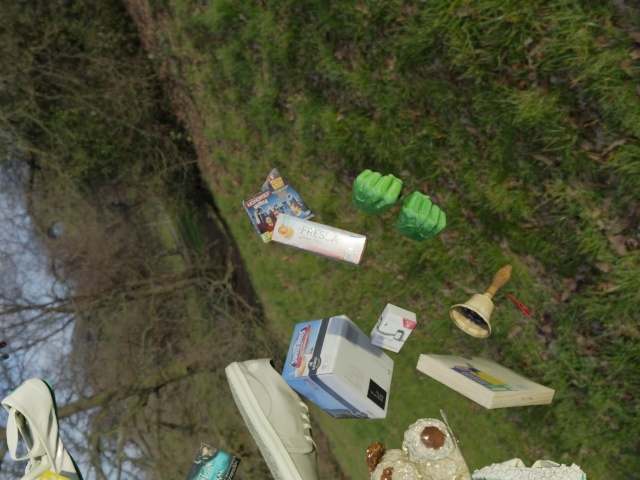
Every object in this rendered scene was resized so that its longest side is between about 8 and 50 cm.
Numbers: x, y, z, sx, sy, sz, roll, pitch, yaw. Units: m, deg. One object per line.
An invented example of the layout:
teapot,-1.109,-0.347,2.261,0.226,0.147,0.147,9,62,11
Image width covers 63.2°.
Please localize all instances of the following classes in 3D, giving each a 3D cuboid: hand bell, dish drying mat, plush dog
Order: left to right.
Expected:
plush dog,0.221,0.532,1.201,0.262,0.225,0.210,65,-170,0
hand bell,0.493,0.152,1.508,0.126,0.242,0.126,34,151,22
dish drying mat,0.375,0.120,0.984,0.032,0.008,0.083,43,-171,-1

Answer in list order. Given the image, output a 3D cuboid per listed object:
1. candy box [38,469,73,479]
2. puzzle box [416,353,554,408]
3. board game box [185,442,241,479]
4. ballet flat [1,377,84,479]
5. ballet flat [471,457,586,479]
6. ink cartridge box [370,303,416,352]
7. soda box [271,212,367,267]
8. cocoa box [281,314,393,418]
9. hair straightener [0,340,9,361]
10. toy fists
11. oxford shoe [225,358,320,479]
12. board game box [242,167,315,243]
candy box,-0.603,0.618,1.221,0.205,0.105,0.027,8,122,21
puzzle box,0.533,0.447,1.673,0.272,0.409,0.052,22,96,48
board game box,-0.268,0.573,1.190,0.126,0.186,0.026,0,147,40
ballet flat,-0.732,0.563,1.356,0.139,0.139,0.400,-1,104,65
ballet flat,0.676,0.780,1.693,0.409,0.147,0.147,-24,84,51
ink cartridge box,0.256,0.312,1.839,0.063,0.109,0.150,-84,17,-61
soda box,0.000,0.000,1.032,0.063,0.183,0.058,52,-125,-78
cocoa box,0.068,0.462,1.857,0.228,0.231,0.347,-16,133,35
hair straightener,-0.988,0.364,1.442,0.089,0.230,0.047,59,157,23
toy fists,0.217,-0.100,1.433,0.279,0.096,0.142,32,165,2
oxford shoe,-0.067,0.417,1.100,0.449,0.130,0.169,51,152,41
board game box,-0.145,-0.114,1.623,0.194,0.194,0.060,62,155,-3
